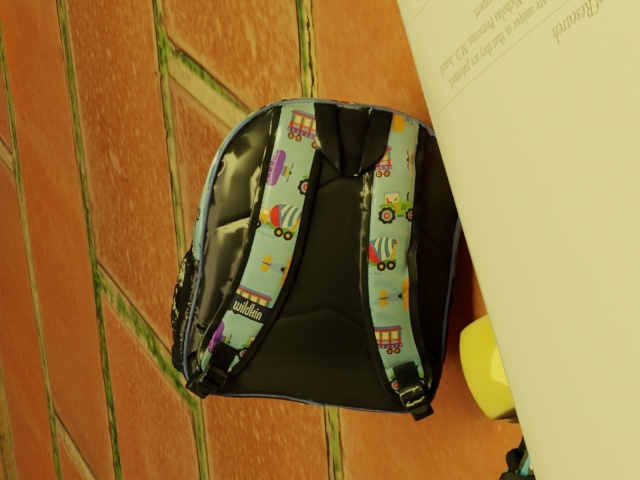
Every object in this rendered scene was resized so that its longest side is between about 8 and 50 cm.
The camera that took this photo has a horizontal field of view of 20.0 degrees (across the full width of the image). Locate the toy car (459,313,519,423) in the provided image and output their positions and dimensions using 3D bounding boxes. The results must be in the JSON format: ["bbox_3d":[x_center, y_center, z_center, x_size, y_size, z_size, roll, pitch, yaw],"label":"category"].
[{"bbox_3d":[0.128,0.046,0.836,0.225,0.053,0.239,-123,28,-46],"label":"toy car"}]

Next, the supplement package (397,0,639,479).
[{"bbox_3d":[0.158,0.002,0.538,0.175,0.177,0.293,142,115,-68],"label":"supplement package"}]

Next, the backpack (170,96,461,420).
[{"bbox_3d":[0.000,0.000,1.024,0.117,0.158,0.173,-105,22,-74],"label":"backpack"}]

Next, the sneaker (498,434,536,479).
[{"bbox_3d":[0.121,0.072,0.699,0.125,0.139,0.341,15,-118,-80],"label":"sneaker"}]
